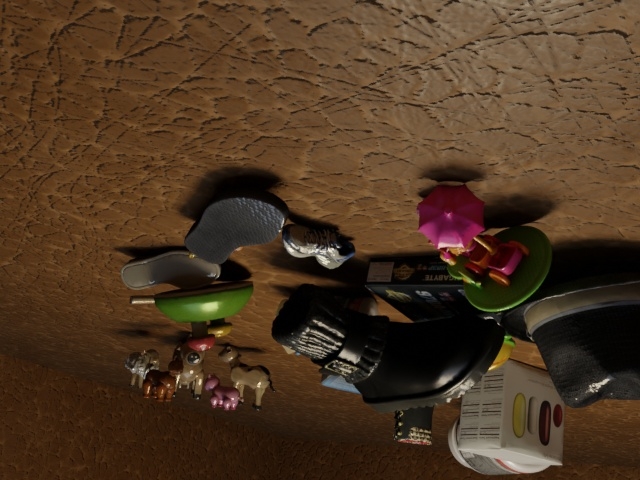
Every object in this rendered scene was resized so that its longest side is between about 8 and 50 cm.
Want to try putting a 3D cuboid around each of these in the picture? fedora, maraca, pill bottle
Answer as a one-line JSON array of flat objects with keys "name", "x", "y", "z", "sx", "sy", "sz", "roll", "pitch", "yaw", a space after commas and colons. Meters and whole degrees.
[{"name": "fedora", "x": 0.430, "y": 0.164, "z": 1.109, "sx": 0.333, "sy": 0.153, "sz": 0.334, "roll": -4, "pitch": 158, "yaw": -2}, {"name": "maraca", "x": 0.297, "y": 0.188, "z": 1.374, "sx": 0.127, "sy": 0.099, "sz": 0.186, "roll": -4, "pitch": 160, "yaw": 10}, {"name": "pill bottle", "x": 0.011, "y": 0.156, "z": 1.409, "sx": 0.180, "sy": 0.108, "sz": 0.108, "roll": 1, "pitch": 158, "yaw": 20}, {"name": "pill bottle", "x": 0.495, "y": 0.540, "z": 2.058, "sx": 0.210, "sy": 0.210, "sz": 0.363, "roll": 13, "pitch": 159, "yaw": -8}]

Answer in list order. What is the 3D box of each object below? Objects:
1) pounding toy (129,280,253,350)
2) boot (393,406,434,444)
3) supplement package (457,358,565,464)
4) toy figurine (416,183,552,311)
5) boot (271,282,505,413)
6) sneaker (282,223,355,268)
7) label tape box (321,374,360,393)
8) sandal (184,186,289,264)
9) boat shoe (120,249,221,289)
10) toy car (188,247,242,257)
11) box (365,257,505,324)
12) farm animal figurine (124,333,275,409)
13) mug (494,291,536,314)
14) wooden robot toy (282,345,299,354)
[{"name": "pounding toy", "x": -0.225, "y": 0.142, "z": 1.386, "sx": 0.182, "sy": 0.110, "sz": 0.236, "roll": -8, "pitch": 180, "yaw": -39}, {"name": "boot", "x": 0.197, "y": 0.426, "z": 1.933, "sx": 0.236, "sy": 0.179, "sz": 0.085, "roll": 13, "pitch": 159, "yaw": -11}, {"name": "supplement package", "x": 0.445, "y": 0.400, "z": 1.723, "sx": 0.194, "sy": 0.203, "sz": 0.149, "roll": 19, "pitch": 158, "yaw": -25}, {"name": "toy figurine", "x": 0.179, "y": -0.011, "z": 0.942, "sx": 0.159, "sy": 0.130, "sz": 0.173, "roll": 39, "pitch": 171, "yaw": -30}, {"name": "boot", "x": 0.094, "y": 0.152, "z": 1.195, "sx": 0.260, "sy": 0.131, "sz": 0.348, "roll": 40, "pitch": 138, "yaw": -14}, {"name": "sneaker", "x": 0.000, "y": 0.000, "z": 1.103, "sx": 0.058, "sy": 0.052, "sz": 0.135, "roll": -22, "pitch": 152, "yaw": 38}, {"name": "label tape box", "x": 0.152, "y": 0.274, "z": 1.660, "sx": 0.240, "sy": 0.106, "sz": 0.334, "roll": 13, "pitch": 159, "yaw": -7}, {"name": "sandal", "x": -0.127, "y": -0.031, "z": 1.062, "sx": 0.097, "sy": 0.055, "sz": 0.254, "roll": 37, "pitch": 151, "yaw": -20}, {"name": "boat shoe", "x": -0.263, "y": 0.046, "z": 1.343, "sx": 0.206, "sy": 0.075, "sz": 0.065, "roll": -6, "pitch": -162, "yaw": 24}, {"name": "toy car", "x": -0.170, "y": 0.016, "z": 1.217, "sx": 0.060, "sy": 0.041, "sz": 0.122, "roll": 21, "pitch": 156, "yaw": -28}, {"name": "box", "x": 0.200, "y": 0.090, "z": 1.228, "sx": 0.175, "sy": 0.051, "sz": 0.220, "roll": -2, "pitch": 156, "yaw": 32}, {"name": "farm animal figurine", "x": -0.321, "y": 0.335, "z": 1.977, "sx": 0.330, "sy": 0.172, "sz": 0.326, "roll": 13, "pitch": 173, "yaw": -30}, {"name": "mug", "x": 0.303, "y": 0.077, "z": 1.163, "sx": 0.064, "sy": 0.078, "sz": 0.062, "roll": -12, "pitch": 107, "yaw": 28}, {"name": "wooden robot toy", "x": -0.030, "y": 0.197, "z": 1.632, "sx": 0.173, "sy": 0.076, "sz": 0.079, "roll": -20, "pitch": 110, "yaw": 53}]
